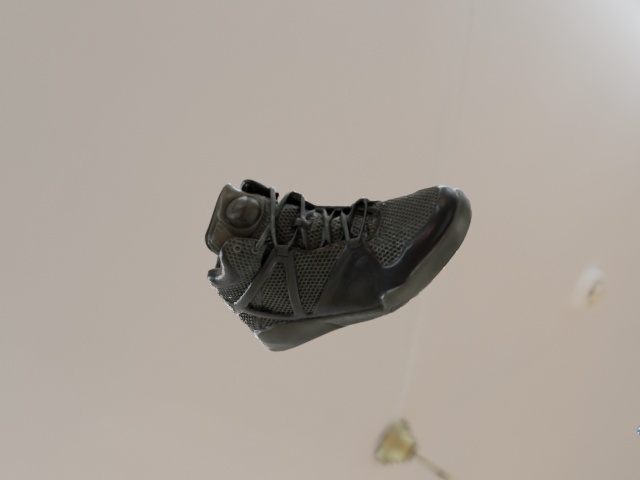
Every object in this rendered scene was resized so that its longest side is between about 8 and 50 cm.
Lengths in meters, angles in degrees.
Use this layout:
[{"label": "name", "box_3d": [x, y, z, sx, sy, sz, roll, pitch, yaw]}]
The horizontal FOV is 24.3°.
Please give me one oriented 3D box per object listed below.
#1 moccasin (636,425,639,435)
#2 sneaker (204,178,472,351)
[{"label": "moccasin", "box_3d": [0.361, 0.190, 1.362, 0.117, 0.342, 0.137, -9, -40, 3]}, {"label": "sneaker", "box_3d": [0.000, 0.000, 1.123, 0.130, 0.227, 0.087, 42, -136, -28]}]
